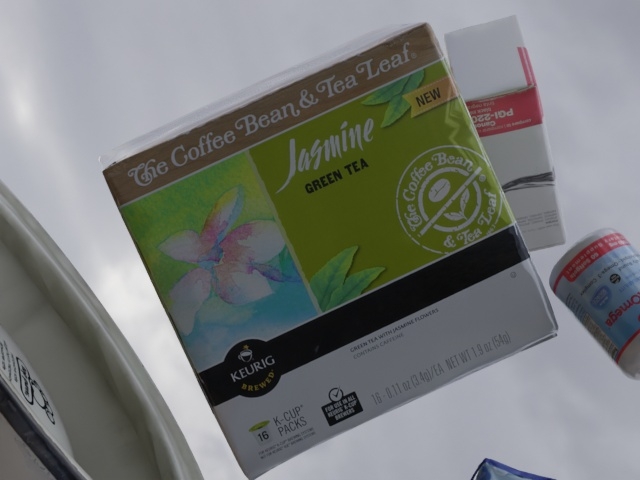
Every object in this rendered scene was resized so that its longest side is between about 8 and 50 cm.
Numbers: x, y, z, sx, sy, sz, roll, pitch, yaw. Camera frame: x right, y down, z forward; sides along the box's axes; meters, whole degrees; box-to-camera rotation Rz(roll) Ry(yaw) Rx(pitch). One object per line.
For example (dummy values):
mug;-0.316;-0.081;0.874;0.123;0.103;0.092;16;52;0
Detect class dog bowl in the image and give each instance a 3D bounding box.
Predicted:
dog bowl;-0.247;0.103;1.209;0.408;0.150;0.408;54;3;-4

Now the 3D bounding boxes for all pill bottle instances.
pill bottle;0.289;0.071;1.566;0.160;0.087;0.087;51;-33;27

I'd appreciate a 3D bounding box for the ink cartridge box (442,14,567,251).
ink cartridge box;0.206;-0.114;1.897;0.158;0.092;0.218;-94;168;-53

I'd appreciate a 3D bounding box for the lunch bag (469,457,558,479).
lunch bag;0.155;0.294;1.500;0.129;0.096;0.151;-84;-163;-58

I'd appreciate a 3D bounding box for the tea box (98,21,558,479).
tea box;0.000;0.000;1.634;0.323;0.329;0.220;65;-5;-9
